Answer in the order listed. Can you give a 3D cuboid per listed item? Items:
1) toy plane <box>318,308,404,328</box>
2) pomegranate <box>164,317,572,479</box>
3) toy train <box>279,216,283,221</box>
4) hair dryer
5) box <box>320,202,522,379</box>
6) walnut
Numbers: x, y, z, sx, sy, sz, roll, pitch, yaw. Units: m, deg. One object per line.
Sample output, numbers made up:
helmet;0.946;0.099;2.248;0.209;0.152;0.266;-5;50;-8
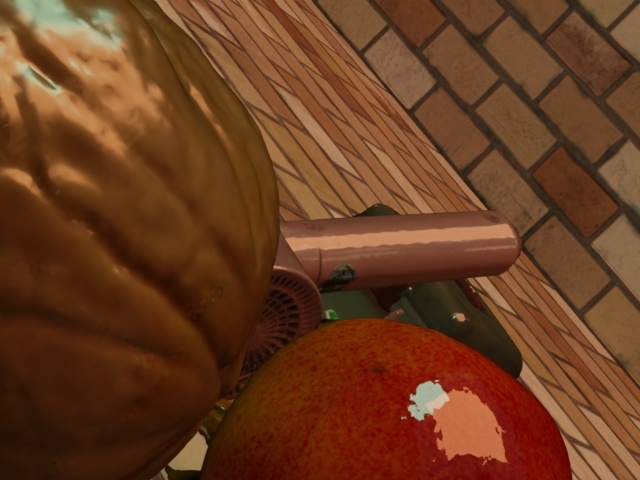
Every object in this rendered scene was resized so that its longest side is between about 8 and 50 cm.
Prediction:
toy plane;0.004;0.092;1.264;0.174;0.080;0.174;34;28;-21
pomegranate;0.023;0.148;0.929;0.256;0.221;0.221;15;-6;33
toy train;-0.105;-0.067;1.523;0.178;0.071;0.104;53;6;28
hair dryer;0.000;0.000;1.224;0.352;0.125;0.210;-3;38;-30
box;0.083;0.079;1.522;0.148;0.129;0.210;33;16;-43
walnut;-0.169;-0.023;0.721;0.313;0.252;0.277;36;12;4
